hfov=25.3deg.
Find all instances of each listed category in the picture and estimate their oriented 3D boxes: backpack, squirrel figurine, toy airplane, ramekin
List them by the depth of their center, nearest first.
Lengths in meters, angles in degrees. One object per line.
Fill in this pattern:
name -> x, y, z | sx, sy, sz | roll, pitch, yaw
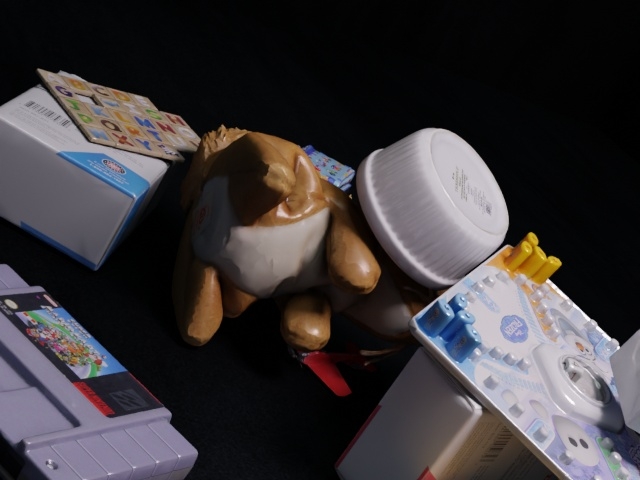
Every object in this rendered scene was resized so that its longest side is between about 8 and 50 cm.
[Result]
ramekin -> 0.154, -0.050, 1.865 | 0.207, 0.109, 0.207 | 38, 33, -30
squirrel figurine -> 0.000, 0.000, 1.974 | 0.370, 0.281, 0.397 | 17, 19, -23
toy airplane -> 0.017, 0.165, 1.976 | 0.151, 0.028, 0.151 | 25, 20, -10
backpack -> -0.048, -0.101, 2.399 | 0.173, 0.117, 0.158 | 31, 19, 10

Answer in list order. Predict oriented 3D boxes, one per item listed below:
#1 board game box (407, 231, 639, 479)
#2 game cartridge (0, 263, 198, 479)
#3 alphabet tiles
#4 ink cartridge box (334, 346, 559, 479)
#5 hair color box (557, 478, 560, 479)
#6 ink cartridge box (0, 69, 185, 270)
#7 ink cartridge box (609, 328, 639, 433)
board game box -> 0.325, 0.171, 1.744 | 0.390, 0.050, 0.390 | 44, 26, 9
game cartridge -> -0.316, 0.145, 1.530 | 0.355, 0.068, 0.230 | 40, 26, 25
alphabet tiles -> -0.269, -0.171, 2.038 | 0.237, 0.009, 0.198 | 11, 26, -42
ink cartridge box -> 0.189, 0.247, 1.755 | 0.283, 0.207, 0.117 | 9, 32, -46
hair color box -> 0.341, 0.275, 1.933 | 0.110, 0.185, 0.339 | 21, 22, -23
ink cartridge box -> -0.337, -0.106, 1.990 | 0.223, 0.129, 0.307 | 29, 19, -1
ink cartridge box -> 0.468, 0.212, 1.721 | 0.231, 0.078, 0.134 | 31, 28, -18
